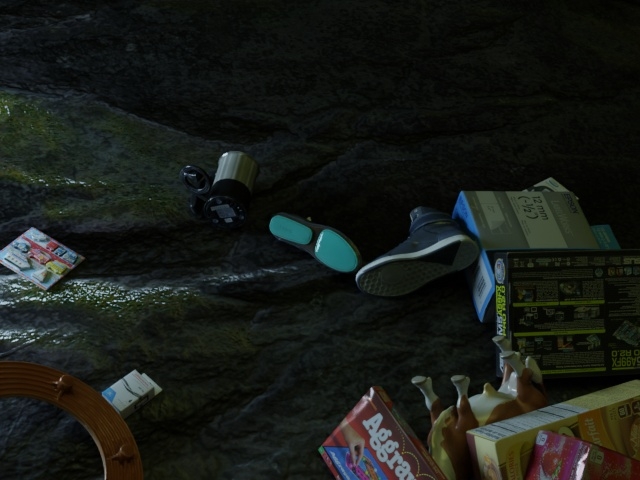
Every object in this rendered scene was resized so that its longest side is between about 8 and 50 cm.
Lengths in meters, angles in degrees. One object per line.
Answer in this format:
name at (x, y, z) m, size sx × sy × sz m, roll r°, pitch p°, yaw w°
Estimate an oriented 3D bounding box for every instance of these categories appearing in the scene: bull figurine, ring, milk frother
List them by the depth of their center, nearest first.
ring at (-0.393, 0.297, 1.175) m, size 0.336 × 0.032 × 0.337 m, roll 25°, pitch 34°, yaw -19°
bull figurine at (0.237, 0.278, 1.319) m, size 0.310 × 0.189 × 0.101 m, roll -21°, pitch 14°, yaw -37°
milk frother at (-0.192, -0.120, 1.646) m, size 0.129 × 0.143 × 0.135 m, roll 4°, pitch 46°, yaw 5°

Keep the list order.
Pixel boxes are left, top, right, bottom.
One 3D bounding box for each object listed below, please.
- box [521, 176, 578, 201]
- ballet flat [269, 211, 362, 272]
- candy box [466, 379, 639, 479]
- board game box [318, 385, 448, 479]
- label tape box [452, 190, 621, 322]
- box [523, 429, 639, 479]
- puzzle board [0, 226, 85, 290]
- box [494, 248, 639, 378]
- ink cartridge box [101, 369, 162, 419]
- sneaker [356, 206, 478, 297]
box at (0.474, -0.085, 1.806) m, size 0.136 × 0.028 × 0.081 m, roll -26°, pitch 54°, yaw -28°
ballet flat at (0.000, 0.000, 1.615) m, size 0.203 × 0.074 × 0.074 m, roll 26°, pitch 47°, yaw 23°
candy box at (0.381, 0.332, 1.263) m, size 0.316 × 0.087 × 0.183 m, roll -12°, pitch 92°, yaw -21°
board game box at (0.113, 0.360, 1.223) m, size 0.027 × 0.145 × 0.281 m, roll 14°, pitch 31°, yaw -48°
label tape box at (0.445, 0.024, 1.632) m, size 0.347 × 0.115 × 0.249 m, roll -2°, pitch 46°, yaw -9°
box at (0.332, 0.394, 1.128) m, size 0.128 × 0.122 × 0.257 m, roll 23°, pitch 80°, yaw -17°
puzzle board at (-0.500, 0.030, 1.537) m, size 0.128 × 0.011 × 0.096 m, roll 27°, pitch 47°, yaw 18°
box at (0.434, 0.123, 1.475) m, size 0.270 × 0.060 × 0.216 m, roll -2°, pitch 90°, yaw -10°
ink cartridge box at (-0.294, 0.236, 1.352) m, size 0.048 × 0.028 × 0.083 m, roll 36°, pitch 50°, yaw 24°
sneaker at (0.163, 0.018, 1.616) m, size 0.226 × 0.086 × 0.163 m, roll -18°, pitch 31°, yaw -2°
